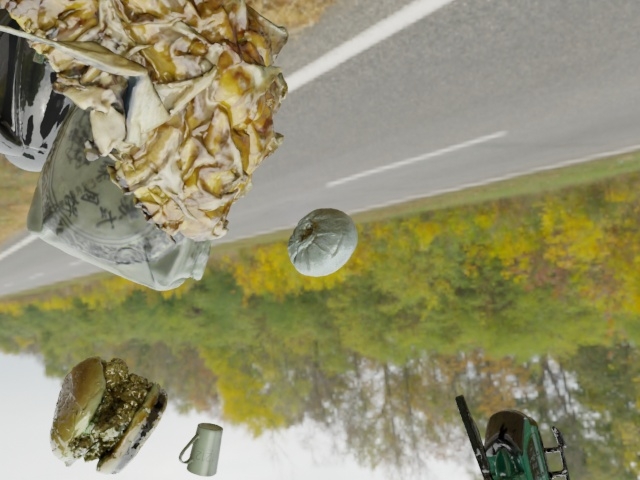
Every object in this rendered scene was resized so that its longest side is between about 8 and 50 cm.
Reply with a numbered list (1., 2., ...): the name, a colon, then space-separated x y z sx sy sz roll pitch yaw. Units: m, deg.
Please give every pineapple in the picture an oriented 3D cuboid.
1. pineapple: -0.091 -0.105 0.555 0.161 0.158 0.334 -23 142 4

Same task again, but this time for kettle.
1. kettle: -0.463 -0.262 1.210 0.207 0.290 0.268 14 176 22

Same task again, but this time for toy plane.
1. toy plane: 0.297 0.405 1.107 0.106 0.381 0.155 -15 172 43

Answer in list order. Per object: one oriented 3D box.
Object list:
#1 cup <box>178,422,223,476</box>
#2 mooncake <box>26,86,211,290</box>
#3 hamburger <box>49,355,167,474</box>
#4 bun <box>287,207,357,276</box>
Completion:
1. cup: -0.215 0.372 1.339 0.075 0.083 0.054 11 179 -13
2. mooncake: -0.252 -0.081 0.977 0.250 0.254 0.136 17 -176 18
3. hamburger: -0.301 0.242 1.030 0.131 0.159 0.185 33 167 -19
4. bun: 0.000 0.000 0.777 0.045 0.083 0.083 33 153 -35
